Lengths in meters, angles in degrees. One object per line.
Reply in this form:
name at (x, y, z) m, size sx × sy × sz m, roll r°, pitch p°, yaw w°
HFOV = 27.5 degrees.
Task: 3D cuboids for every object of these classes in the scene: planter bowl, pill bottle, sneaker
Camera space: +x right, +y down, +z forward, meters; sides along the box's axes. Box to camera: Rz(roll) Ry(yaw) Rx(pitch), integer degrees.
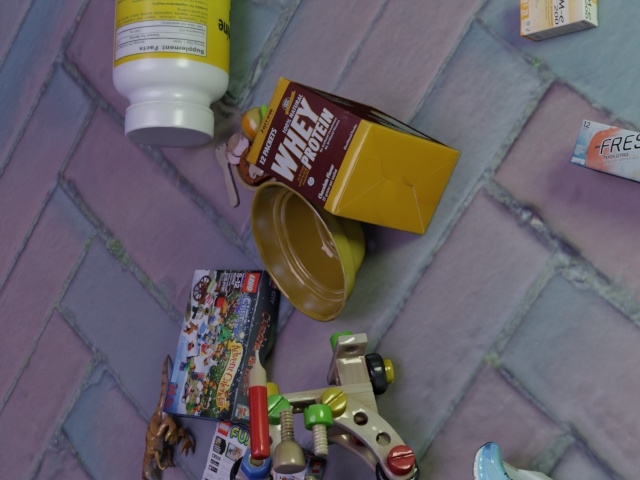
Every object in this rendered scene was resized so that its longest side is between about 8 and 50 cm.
planter bowl at (0.000, 0.000, 1.863) m, size 0.217 × 0.090 × 0.217 m, roll 38°, pitch 143°, yaw 37°
pill bottle at (-0.239, -0.327, 2.107) m, size 0.188 × 0.188 × 0.333 m, roll -8°, pitch 77°, yaw 42°
sneaker at (0.238, 0.317, 1.575) m, size 0.073 × 0.063 × 0.162 m, roll -27°, pitch 67°, yaw 18°

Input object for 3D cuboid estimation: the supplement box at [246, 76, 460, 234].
supplement box at (0.044, -0.116, 1.798) m, size 0.194 × 0.191 × 0.129 m, roll 33°, pitch 105°, yaw 42°

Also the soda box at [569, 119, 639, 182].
soda box at (0.392, -0.095, 1.555) m, size 0.183 × 0.063 × 0.058 m, roll 20°, pitch 96°, yaw 44°

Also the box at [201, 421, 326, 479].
box at (-0.087, 0.343, 1.944) m, size 0.207 × 0.036 × 0.114 m, roll 19°, pitch 96°, yaw 44°

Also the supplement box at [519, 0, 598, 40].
supplement box at (0.308, -0.300, 1.690) m, size 0.098 × 0.036 × 0.062 m, roll -9°, pitch 77°, yaw 42°

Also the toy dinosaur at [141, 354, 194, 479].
toy dinosaur at (-0.255, 0.295, 2.093) m, size 0.112 × 0.064 × 0.211 m, roll 13°, pitch 91°, yaw 45°

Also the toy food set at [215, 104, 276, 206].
toy food set at (-0.102, -0.142, 2.046) m, size 0.192 × 0.039 × 0.132 m, roll -34°, pitch 61°, yaw 34°

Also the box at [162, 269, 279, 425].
box at (-0.152, 0.161, 2.007) m, size 0.159 × 0.044 × 0.233 m, roll -2°, pitch 71°, yaw 44°

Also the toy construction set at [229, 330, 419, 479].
toy construction set at (-0.016, 0.217, 1.733) m, size 0.258 × 0.309 × 0.237 m, roll -13°, pitch 60°, yaw 15°

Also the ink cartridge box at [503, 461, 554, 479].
ink cartridge box at (0.261, 0.405, 1.597) m, size 0.224 × 0.045 × 0.223 m, roll 28°, pitch 102°, yaw 43°
